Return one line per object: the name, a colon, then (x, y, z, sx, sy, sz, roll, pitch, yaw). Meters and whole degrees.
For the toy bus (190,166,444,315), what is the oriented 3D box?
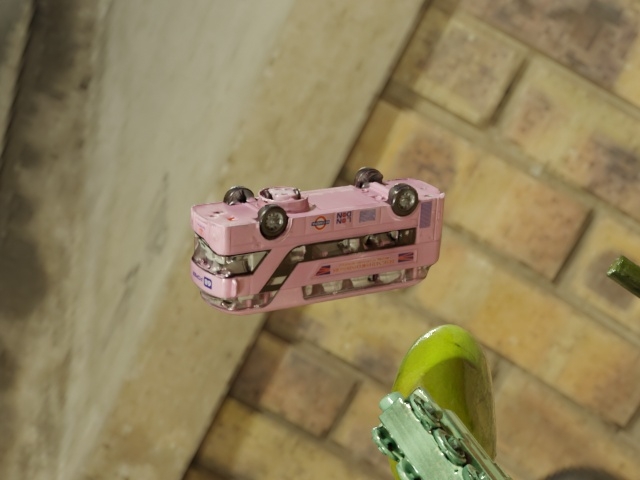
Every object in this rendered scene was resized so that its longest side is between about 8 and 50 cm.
toy bus: (0.000, 0.000, 1.211, 0.203, 0.090, 0.063, -8, 22, -31)

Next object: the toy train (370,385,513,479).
toy train: (0.059, 0.104, 0.743, 0.053, 0.033, 0.083, 23, 25, -54)

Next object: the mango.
mango: (0.100, 0.144, 1.363, 0.117, 0.089, 0.163, 48, 35, -51)

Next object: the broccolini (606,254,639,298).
broccolini: (0.315, 0.072, 1.287, 0.202, 0.091, 0.068, 16, 59, -16)
